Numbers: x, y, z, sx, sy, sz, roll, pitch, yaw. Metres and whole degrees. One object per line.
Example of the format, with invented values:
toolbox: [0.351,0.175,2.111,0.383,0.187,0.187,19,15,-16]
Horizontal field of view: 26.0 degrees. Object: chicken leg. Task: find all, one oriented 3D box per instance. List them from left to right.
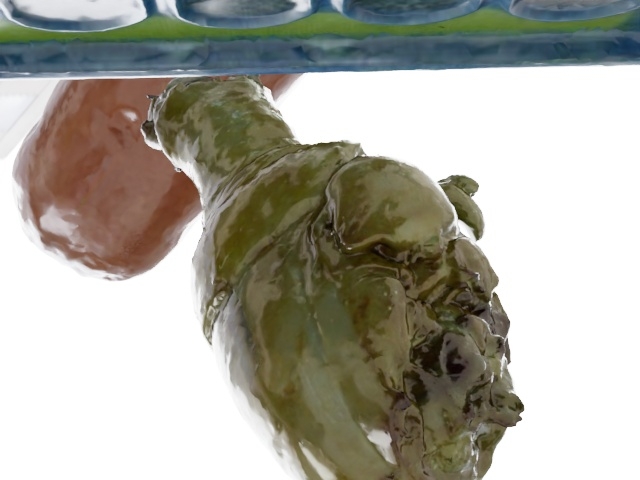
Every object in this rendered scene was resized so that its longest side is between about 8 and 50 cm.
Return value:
chicken leg: [0.000,0.000,0.492,0.088,0.103,0.228,22,-151,-39]

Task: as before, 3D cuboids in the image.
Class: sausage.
sausage: [-0.074,-0.092,0.769,0.113,0.259,0.113,37,-166,-11]

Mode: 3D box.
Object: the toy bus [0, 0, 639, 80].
toy bus: [-0.041,-0.124,0.268,0.312,0.190,0.152,-2,-100,-1]
